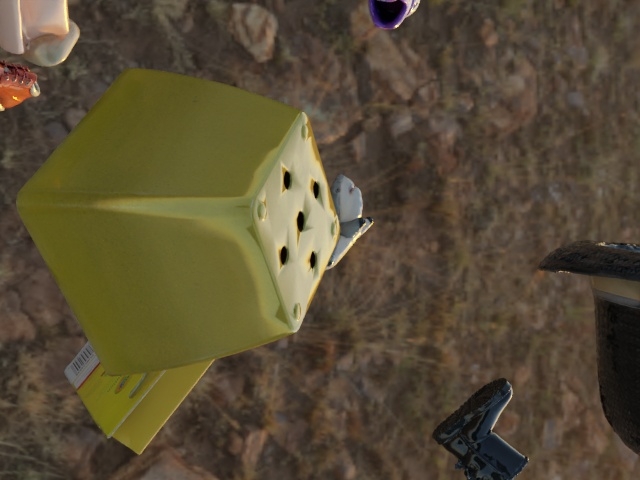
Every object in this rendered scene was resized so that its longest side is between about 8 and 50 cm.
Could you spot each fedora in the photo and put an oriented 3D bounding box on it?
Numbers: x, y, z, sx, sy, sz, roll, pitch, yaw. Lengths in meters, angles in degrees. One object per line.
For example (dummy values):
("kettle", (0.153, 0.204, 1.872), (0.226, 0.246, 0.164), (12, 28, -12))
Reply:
("fedora", (0.314, 0.090, 0.664), (0.334, 0.334, 0.152), (0, 97, -57))

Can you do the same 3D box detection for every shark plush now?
("shark plush", (0.000, 0.000, 1.150), (0.161, 0.067, 0.073), (-52, 173, 21))

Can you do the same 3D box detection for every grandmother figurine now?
("grandmother figurine", (-0.297, -0.322, 0.908), (0.342, 0.207, 0.104), (101, 8, -55))

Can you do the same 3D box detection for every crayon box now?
("crayon box", (-0.253, 0.176, 1.357), (0.081, 0.318, 0.202), (43, 81, -23))

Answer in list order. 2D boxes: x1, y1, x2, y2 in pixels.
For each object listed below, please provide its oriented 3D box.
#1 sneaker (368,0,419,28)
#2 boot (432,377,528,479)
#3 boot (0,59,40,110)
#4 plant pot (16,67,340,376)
("sneaker", (0.116, -0.438, 1.512), (0.236, 0.095, 0.104), (87, 22, -47))
("boot", (0.200, 0.228, 1.087), (0.099, 0.121, 0.045), (45, 16, -6))
("boot", (-0.469, -0.247, 1.394), (0.158, 0.084, 0.059), (93, -18, -75))
("plant pot", (-0.101, -0.017, 0.839), (0.212, 0.187, 0.212), (-64, 147, -44))
